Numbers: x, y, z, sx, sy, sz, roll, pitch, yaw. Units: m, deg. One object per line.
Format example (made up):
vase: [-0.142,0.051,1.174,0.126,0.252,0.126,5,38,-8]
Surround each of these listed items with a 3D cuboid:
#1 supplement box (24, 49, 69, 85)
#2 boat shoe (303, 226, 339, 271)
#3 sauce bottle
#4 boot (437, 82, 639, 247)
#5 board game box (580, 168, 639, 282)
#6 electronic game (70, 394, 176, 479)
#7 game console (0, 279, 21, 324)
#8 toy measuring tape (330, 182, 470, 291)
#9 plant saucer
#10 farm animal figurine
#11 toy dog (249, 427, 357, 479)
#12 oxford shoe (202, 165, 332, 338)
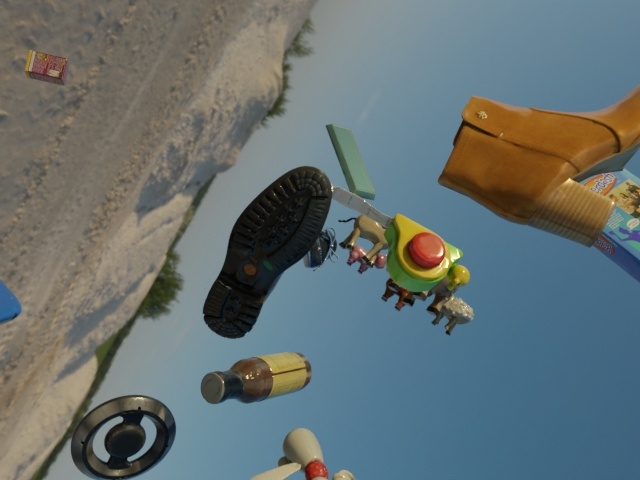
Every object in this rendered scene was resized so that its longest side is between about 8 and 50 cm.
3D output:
supplement box: [-0.641,-0.404,1.366,0.043,0.083,0.055,154,-55,-72]
boat shoe: [0.000,0.000,1.433,0.258,0.089,0.109,-94,-175,-72]
sauce bottle: [-0.151,0.334,1.416,0.111,0.111,0.344,-57,151,12]
boot: [0.291,-0.143,0.738,0.295,0.211,0.104,-54,165,-25]
board game box: [0.549,-0.040,1.045,0.160,0.210,0.047,-29,147,-18]
electronic game: [-0.444,0.452,1.325,0.229,0.229,0.048,-58,-147,6]
game console: [-0.580,0.069,0.732,0.173,0.250,0.293,-40,-177,1]
toy measuring tape: [0.128,0.009,1.099,0.121,0.330,0.121,-61,178,-4]
plant saucer: [0.065,-0.170,1.231,0.018,0.067,0.192,-43,-127,37]
farm animal figurine: [0.236,0.063,1.518,0.327,0.330,0.172,26,-108,41]
toy dog: [-0.032,0.496,1.035,0.161,0.220,0.333,-40,-176,3]
oxford shoe: [-0.060,0.001,0.664,0.227,0.083,0.096,-53,-173,26]
